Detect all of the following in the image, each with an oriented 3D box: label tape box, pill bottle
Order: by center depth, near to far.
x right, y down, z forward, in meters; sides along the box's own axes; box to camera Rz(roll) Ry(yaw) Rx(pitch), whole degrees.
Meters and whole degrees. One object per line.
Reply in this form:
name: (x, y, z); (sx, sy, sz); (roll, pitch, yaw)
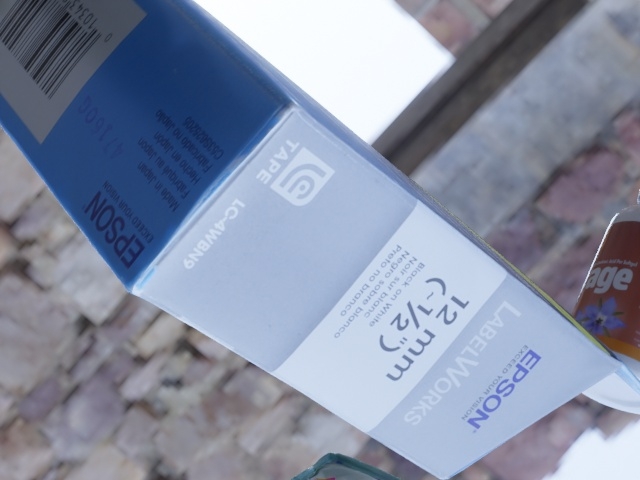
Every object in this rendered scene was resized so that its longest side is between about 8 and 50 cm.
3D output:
label tape box: (0.000, 0.000, 0.891); (0.115, 0.348, 0.249); (-49, -138, 3)
pill bottle: (0.310, 0.045, 1.596); (0.216, 0.121, 0.121); (-64, -163, -19)

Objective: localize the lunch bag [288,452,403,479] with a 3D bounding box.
lunch bag: (0.070, 0.364, 1.731); (0.262, 0.223, 0.160); (13, -152, 39)
